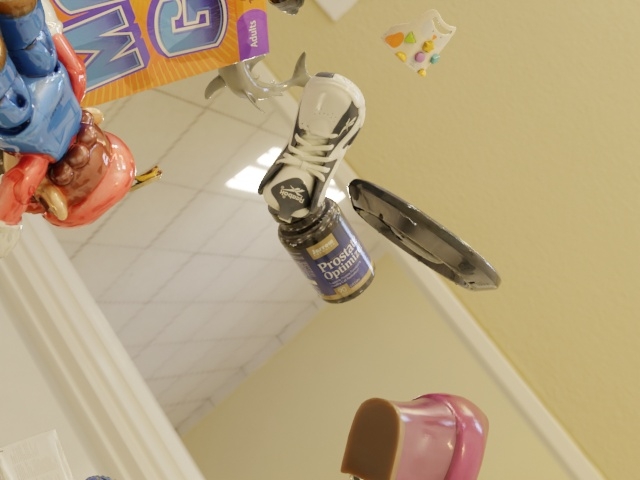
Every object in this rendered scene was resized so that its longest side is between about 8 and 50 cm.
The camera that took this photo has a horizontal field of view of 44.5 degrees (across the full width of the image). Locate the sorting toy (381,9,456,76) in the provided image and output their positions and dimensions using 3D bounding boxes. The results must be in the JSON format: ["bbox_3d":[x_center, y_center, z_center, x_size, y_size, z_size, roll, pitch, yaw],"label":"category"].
[{"bbox_3d":[0.137,-0.262,1.025,0.083,0.044,0.075,26,120,-37],"label":"sorting toy"}]

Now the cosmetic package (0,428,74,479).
[{"bbox_3d":[-0.429,0.424,1.232,0.099,0.239,0.060,-13,144,-31],"label":"cosmetic package"}]

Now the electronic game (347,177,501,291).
[{"bbox_3d":[0.130,-0.007,0.995,0.048,0.229,0.229,-54,160,-3],"label":"electronic game"}]

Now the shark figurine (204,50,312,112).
[{"bbox_3d":[-0.116,-0.308,1.604,0.278,0.116,0.166,2,137,-50],"label":"shark figurine"}]

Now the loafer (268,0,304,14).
[{"bbox_3d":[-0.064,-0.489,1.544,0.061,0.062,0.170,8,173,-11],"label":"loafer"}]

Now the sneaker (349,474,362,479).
[{"bbox_3d":[0.077,0.325,1.077,0.083,0.031,0.037,23,163,-40],"label":"sneaker"}]

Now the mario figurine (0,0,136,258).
[{"bbox_3d":[-0.298,-0.113,0.736,0.198,0.170,0.320,-37,159,-16],"label":"mario figurine"}]

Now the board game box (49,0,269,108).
[{"bbox_3d":[-0.311,-0.440,1.057,0.357,0.356,0.356,-22,140,-18],"label":"board game box"}]

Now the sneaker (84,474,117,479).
[{"bbox_3d":[-0.379,0.525,1.434,0.087,0.221,0.083,-8,136,-51],"label":"sneaker"}]

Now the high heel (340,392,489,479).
[{"bbox_3d":[0.071,0.331,0.743,0.181,0.127,0.377,17,93,-45],"label":"high heel"}]

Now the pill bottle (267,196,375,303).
[{"bbox_3d":[0.000,0.000,1.396,0.123,0.123,0.219,-36,122,-3],"label":"pill bottle"}]

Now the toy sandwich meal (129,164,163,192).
[{"bbox_3d":[-0.345,-0.121,1.522,0.086,0.029,0.085,-24,-171,4],"label":"toy sandwich meal"}]

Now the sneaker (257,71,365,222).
[{"bbox_3d":[-0.017,-0.105,1.048,0.235,0.094,0.153,-51,-164,59],"label":"sneaker"}]
